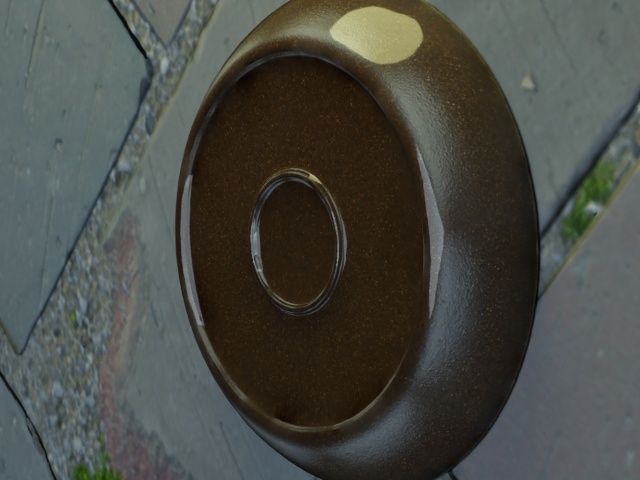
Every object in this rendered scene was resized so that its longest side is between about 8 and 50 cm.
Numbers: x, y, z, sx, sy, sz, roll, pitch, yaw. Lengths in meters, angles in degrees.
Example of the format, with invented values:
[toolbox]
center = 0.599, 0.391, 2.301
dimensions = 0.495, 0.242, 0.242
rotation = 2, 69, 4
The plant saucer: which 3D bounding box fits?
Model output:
[plant saucer]
center = 0.000, 0.000, 0.933
dimensions = 0.310, 0.050, 0.311
rotation = 6, 97, 48
